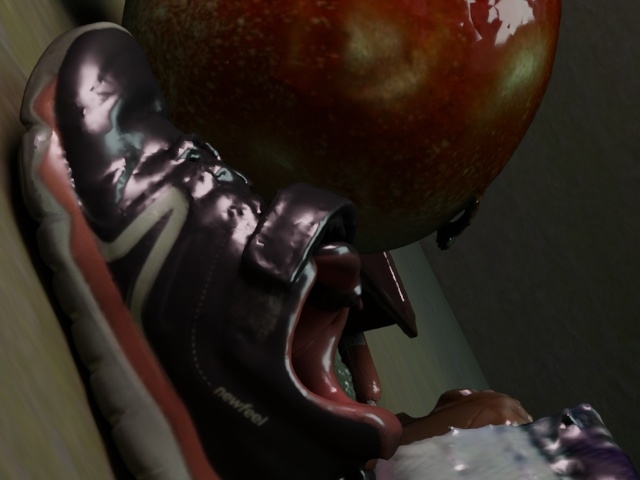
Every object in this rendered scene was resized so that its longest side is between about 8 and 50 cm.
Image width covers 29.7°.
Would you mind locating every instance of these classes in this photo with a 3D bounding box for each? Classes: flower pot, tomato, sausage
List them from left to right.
[{"bbox_3d":[0.000,0.000,1.100,0.251,0.084,0.179,49,19,-59],"label":"flower pot"},{"bbox_3d":[0.023,0.077,1.197,0.029,0.029,0.223,56,12,-47],"label":"sausage"},{"bbox_3d":[0.017,-0.116,0.840,0.303,0.303,0.239,41,57,-71],"label":"tomato"}]

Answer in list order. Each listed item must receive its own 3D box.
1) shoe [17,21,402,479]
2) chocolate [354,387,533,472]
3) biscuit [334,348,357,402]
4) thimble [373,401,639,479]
[{"bbox_3d":[-0.049,0.008,0.574,0.291,0.137,0.114,66,7,16],"label":"shoe"},{"bbox_3d":[0.105,0.218,0.839,0.093,0.148,0.214,-4,73,-88],"label":"chocolate"},{"bbox_3d":[-0.019,0.101,0.805,0.147,0.046,0.250,62,9,-14],"label":"biscuit"},{"bbox_3d":[0.105,0.212,0.639,0.237,0.150,0.237,171,-90,-79],"label":"thimble"}]
